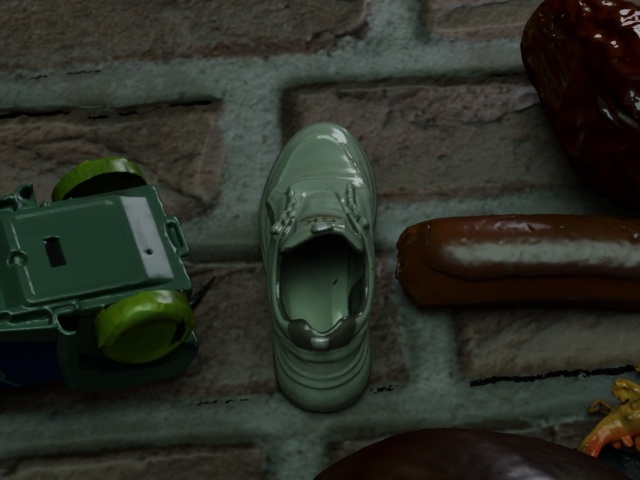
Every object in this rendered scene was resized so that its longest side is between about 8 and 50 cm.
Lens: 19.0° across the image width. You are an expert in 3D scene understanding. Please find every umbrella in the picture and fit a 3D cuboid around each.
[{"bbox_3d":[-0.143,0.081,1.931,0.022,0.013,0.122,28,65,37],"label":"umbrella"}]

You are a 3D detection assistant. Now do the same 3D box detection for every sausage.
[{"bbox_3d":[0.240,0.019,1.919,0.330,0.102,0.102,1,62,1],"label":"sausage"}]

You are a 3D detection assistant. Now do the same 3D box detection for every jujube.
[{"bbox_3d":[0.317,-0.143,1.940,0.197,0.197,0.290,-28,50,-14],"label":"jujube"}]

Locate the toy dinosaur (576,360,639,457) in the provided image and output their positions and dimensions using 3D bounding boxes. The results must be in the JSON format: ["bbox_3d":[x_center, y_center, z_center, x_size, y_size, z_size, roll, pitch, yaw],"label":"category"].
[{"bbox_3d":[0.362,0.148,1.865,0.288,0.070,0.117,-35,77,-20],"label":"toy dinosaur"}]

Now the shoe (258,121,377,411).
[{"bbox_3d":[0.000,0.000,1.893,0.124,0.159,0.316,-3,65,0],"label":"shoe"}]

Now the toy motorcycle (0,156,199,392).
[{"bbox_3d":[-0.292,0.063,1.847,0.326,0.200,0.191,-12,58,-16],"label":"toy motorcycle"}]

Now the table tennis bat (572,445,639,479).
[{"bbox_3d":[0.306,0.280,1.819,0.236,0.027,0.150,21,64,12],"label":"table tennis bat"}]

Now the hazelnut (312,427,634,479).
[{"bbox_3d":[0.125,0.350,1.583,0.421,0.421,0.352,-37,112,-18],"label":"hazelnut"}]
